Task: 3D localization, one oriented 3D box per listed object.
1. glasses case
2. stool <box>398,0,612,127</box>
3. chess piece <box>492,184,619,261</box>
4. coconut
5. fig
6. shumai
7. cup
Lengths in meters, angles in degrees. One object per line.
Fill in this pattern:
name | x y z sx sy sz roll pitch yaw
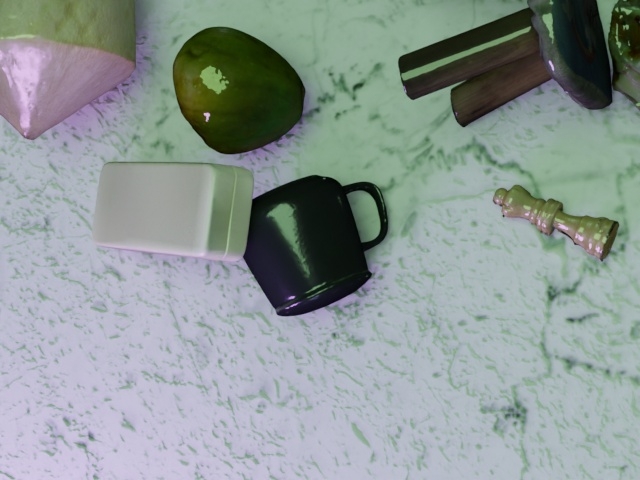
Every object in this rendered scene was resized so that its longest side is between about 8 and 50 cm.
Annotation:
glasses case | -0.215 -0.044 1.867 0.313 0.070 0.131 4 86 51
stool | 0.232 -0.309 1.719 0.226 0.310 0.310 -14 80 22
chess piece | 0.316 -0.030 1.795 0.172 0.060 0.060 23 92 20
coconut | -0.412 -0.304 1.928 0.329 0.329 0.328 -1 85 17
fig | -0.117 -0.213 1.878 0.191 0.181 0.181 6 87 -5
shumai | 0.507 -0.266 1.685 0.261 0.225 0.222 -29 61 -9
cup | 0.000 0.000 1.844 0.223 0.169 0.176 -21 82 -17
